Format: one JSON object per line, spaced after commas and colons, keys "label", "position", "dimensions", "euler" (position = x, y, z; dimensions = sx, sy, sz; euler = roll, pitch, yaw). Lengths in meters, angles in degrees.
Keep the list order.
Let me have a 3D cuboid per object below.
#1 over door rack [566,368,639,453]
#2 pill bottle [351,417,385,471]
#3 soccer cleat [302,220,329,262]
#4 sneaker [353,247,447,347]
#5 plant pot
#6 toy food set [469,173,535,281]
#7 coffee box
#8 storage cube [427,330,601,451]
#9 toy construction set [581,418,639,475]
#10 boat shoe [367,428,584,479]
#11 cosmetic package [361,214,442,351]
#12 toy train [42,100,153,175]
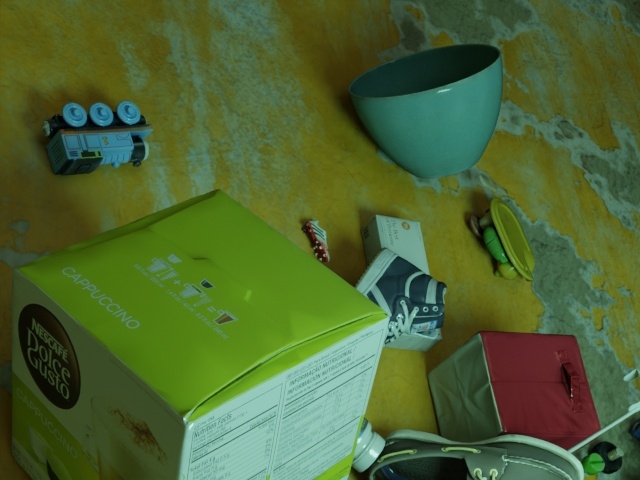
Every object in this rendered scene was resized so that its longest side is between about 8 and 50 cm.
{"label": "over door rack", "position": [0.473, 0.380, 1.803], "dimensions": [0.239, 0.324, 0.108], "euler": [31, 18, -38]}
{"label": "pill bottle", "position": [0.030, 0.295, 1.765], "dimensions": [0.137, 0.078, 0.078], "euler": [40, 47, -3]}
{"label": "soccer cleat", "position": [0.000, 0.000, 1.975], "dimensions": [0.035, 0.029, 0.083], "euler": [-16, 66, -35]}
{"label": "sneaker", "position": [0.105, 0.147, 1.846], "dimensions": [0.153, 0.099, 0.282], "euler": [27, 59, 13]}
{"label": "plant pot", "position": [0.217, -0.233, 2.137], "dimensions": [0.290, 0.290, 0.195], "euler": [-38, 121, -43]}
{"label": "toy food set", "position": [0.343, -0.009, 2.188], "dimensions": [0.128, 0.071, 0.218], "euler": [14, 52, -56]}
{"label": "coffee box", "position": [-0.167, 0.189, 1.457], "dimensions": [0.337, 0.334, 0.338], "euler": [35, 41, 31]}
{"label": "storage cube", "position": [0.319, 0.270, 1.886], "dimensions": [0.193, 0.215, 0.184], "euler": [5, 59, -24]}
{"label": "toy construction set", "position": [0.665, 0.430, 1.986], "dimensions": [0.257, 0.237, 0.309], "euler": [-29, 79, -42]}
{"label": "boat shoe", "position": [0.232, 0.359, 1.719], "dimensions": [0.097, 0.324, 0.117], "euler": [-40, 130, -60]}
{"label": "cosmetic package", "position": [0.143, 0.074, 1.998], "dimensions": [0.099, 0.060, 0.239], "euler": [9, 56, -29]}
{"label": "toy train", "position": [-0.357, -0.164, 1.819], "dimensions": [0.184, 0.080, 0.105], "euler": [-8, 75, -39]}
